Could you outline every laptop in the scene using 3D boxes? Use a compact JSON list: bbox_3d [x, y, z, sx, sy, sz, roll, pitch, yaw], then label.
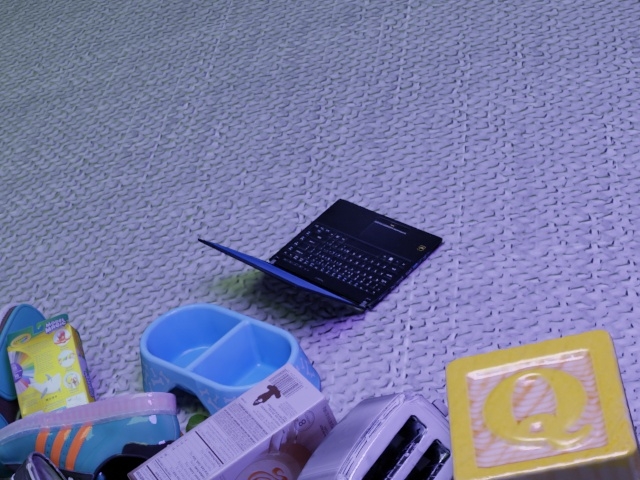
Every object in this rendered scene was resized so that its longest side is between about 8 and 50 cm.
[{"bbox_3d":[0.000,0.000,1.906,0.264,0.137,0.234,-41,41,-24],"label":"laptop"}]

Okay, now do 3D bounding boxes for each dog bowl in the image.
[{"bbox_3d":[-0.137,0.172,1.796,0.297,0.074,0.166,16,44,41],"label":"dog bowl"}]

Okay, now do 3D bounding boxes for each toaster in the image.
[{"bbox_3d":[0.065,0.274,1.494,0.227,0.129,0.146,-46,5,-29],"label":"toaster"}]

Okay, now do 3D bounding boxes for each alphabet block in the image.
[{"bbox_3d":[0.256,0.244,1.416,0.193,0.197,0.192,-14,37,11],"label":"alphabet block"}]

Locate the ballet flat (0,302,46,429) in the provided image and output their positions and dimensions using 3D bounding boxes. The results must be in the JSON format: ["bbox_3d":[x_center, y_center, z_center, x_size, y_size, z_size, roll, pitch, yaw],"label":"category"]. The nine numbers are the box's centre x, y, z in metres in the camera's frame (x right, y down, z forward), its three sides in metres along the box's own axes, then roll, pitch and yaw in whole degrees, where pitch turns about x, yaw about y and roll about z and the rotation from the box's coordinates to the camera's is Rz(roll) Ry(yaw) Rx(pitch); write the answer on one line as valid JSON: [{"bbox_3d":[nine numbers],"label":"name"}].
[{"bbox_3d":[-0.514,0.251,1.883,0.139,0.139,0.400,-9,34,18],"label":"ballet flat"}]

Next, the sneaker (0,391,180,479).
[{"bbox_3d":[-0.325,0.292,1.718,0.302,0.108,0.121,-17,67,21],"label":"sneaker"}]

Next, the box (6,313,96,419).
[{"bbox_3d":[-0.391,0.202,1.867,0.105,0.043,0.179,-20,67,3],"label":"box"}]

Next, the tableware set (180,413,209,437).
[{"bbox_3d":[-0.154,0.289,1.720,0.104,0.024,0.154,-36,37,-23],"label":"tableware set"}]

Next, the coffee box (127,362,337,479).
[{"bbox_3d":[-0.094,0.286,1.591,0.246,0.141,0.098,-34,38,-14],"label":"coffee box"}]

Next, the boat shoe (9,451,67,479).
[{"bbox_3d":[-0.321,0.356,1.620,0.219,0.077,0.070,41,106,29],"label":"boat shoe"}]
